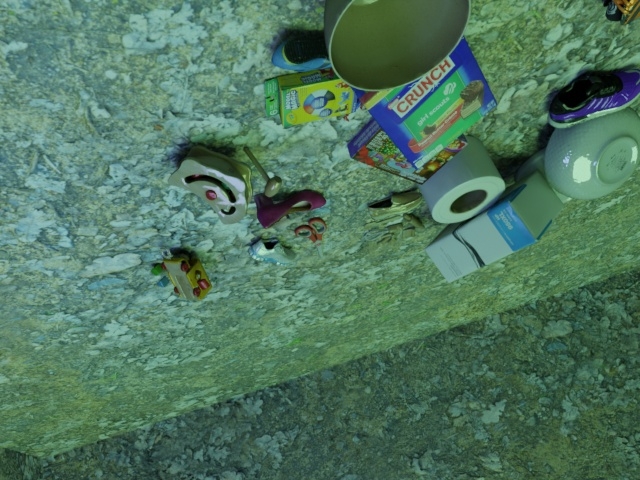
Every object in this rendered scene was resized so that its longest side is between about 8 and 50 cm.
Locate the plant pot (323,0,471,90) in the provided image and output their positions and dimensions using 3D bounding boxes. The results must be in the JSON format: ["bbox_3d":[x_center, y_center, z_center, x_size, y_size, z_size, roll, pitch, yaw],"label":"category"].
[{"bbox_3d":[0.126,-0.466,1.132,0.283,0.191,0.284,-14,151,-8],"label":"plant pot"}]

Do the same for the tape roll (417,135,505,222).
[{"bbox_3d":[0.438,-0.190,1.835,0.246,0.169,0.246,-14,151,-8],"label":"tape roll"}]

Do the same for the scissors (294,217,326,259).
[{"bbox_3d":[0.000,0.000,2.051,0.109,0.021,0.297,-26,150,9],"label":"scissors"}]

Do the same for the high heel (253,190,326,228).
[{"bbox_3d":[-0.080,-0.087,1.748,0.244,0.117,0.082,1,146,-33],"label":"high heel"}]

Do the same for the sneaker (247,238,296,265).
[{"bbox_3d":[-0.149,0.035,1.975,0.190,0.071,0.083,10,135,-43],"label":"sneaker"}]

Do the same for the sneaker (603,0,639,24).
[{"bbox_3d":[0.701,-0.589,1.342,0.320,0.125,0.180,-9,149,-19],"label":"sneaker"}]

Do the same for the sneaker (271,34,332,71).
[{"bbox_3d":[-0.012,-0.415,1.288,0.209,0.069,0.082,-12,-175,-30],"label":"sneaker"}]

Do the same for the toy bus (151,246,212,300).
[{"bbox_3d":[-0.432,0.097,1.867,0.104,0.191,0.202,-53,-179,-44],"label":"toy bus"}]

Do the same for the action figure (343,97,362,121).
[{"bbox_3d":[0.099,-0.355,1.475,0.030,0.038,0.115,23,136,-22],"label":"action figure"}]

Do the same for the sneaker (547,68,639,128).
[{"bbox_3d":[0.821,-0.441,1.699,0.293,0.102,0.146,-25,151,10],"label":"sneaker"}]

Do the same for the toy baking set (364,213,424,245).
[{"bbox_3d":[0.274,-0.036,2.148,0.196,0.030,0.256,-30,150,19],"label":"toy baking set"}]

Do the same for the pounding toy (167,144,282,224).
[{"bbox_3d":[-0.245,-0.153,1.506,0.269,0.155,0.154,22,128,-8],"label":"pounding toy"}]

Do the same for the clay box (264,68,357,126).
[{"bbox_3d":[-0.021,-0.348,1.394,0.221,0.053,0.127,-15,151,-10],"label":"clay box"}]

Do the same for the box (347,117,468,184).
[{"bbox_3d":[0.250,-0.275,1.651,0.293,0.057,0.201,14,137,-35],"label":"box"}]

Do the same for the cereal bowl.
[{"bbox_3d":[0.902,-0.277,1.846,0.338,0.141,0.339,-8,119,-16],"label":"cereal bowl"}]

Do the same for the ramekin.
[{"bbox_3d":[0.850,-0.229,2.063,0.272,0.127,0.273,-15,151,-9],"label":"ramekin"}]

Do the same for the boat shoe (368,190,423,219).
[{"bbox_3d":[0.252,-0.127,1.944,0.189,0.068,0.072,-22,140,6],"label":"boat shoe"}]

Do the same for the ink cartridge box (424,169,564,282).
[{"bbox_3d":[0.599,-0.043,2.011,0.285,0.166,0.395,-37,-179,-43],"label":"ink cartridge box"}]

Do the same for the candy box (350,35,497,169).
[{"bbox_3d":[0.251,-0.360,1.392,0.268,0.122,0.317,-40,141,11],"label":"candy box"}]
